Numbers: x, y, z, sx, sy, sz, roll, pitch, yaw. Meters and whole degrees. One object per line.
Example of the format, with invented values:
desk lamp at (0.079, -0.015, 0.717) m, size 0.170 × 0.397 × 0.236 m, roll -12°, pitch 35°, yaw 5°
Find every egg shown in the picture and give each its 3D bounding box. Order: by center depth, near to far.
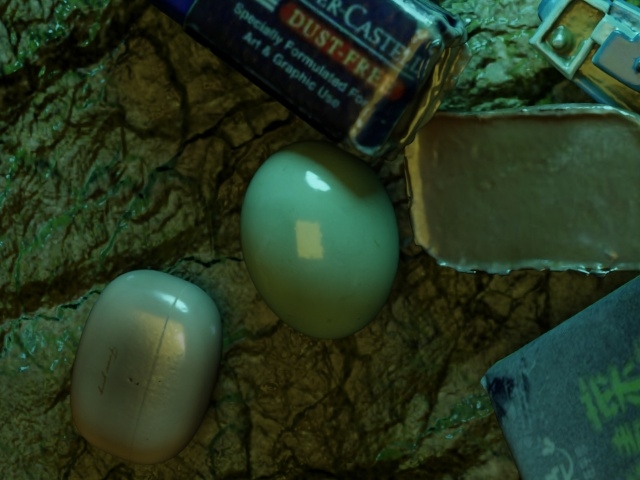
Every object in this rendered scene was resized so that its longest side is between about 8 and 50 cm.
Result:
egg at (0.000, 0.000, 1.504) m, size 0.149 × 0.149 × 0.192 m, roll -8°, pitch 107°, yaw 17°

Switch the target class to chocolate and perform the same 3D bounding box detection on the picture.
chocolate at (0.205, -0.051, 1.470) m, size 0.261 × 0.083 × 0.161 m, roll 4°, pitch 103°, yaw 28°

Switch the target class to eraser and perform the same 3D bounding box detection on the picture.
eraser at (-0.028, -0.220, 1.463) m, size 0.332 × 0.101 × 0.155 m, roll 37°, pitch 105°, yaw 15°

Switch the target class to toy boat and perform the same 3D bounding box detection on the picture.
toy boat at (0.281, -0.150, 1.422) m, size 0.215 × 0.102 × 0.088 m, roll 37°, pitch 111°, yaw 4°

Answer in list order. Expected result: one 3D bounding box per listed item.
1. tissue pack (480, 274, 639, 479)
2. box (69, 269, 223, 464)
tissue pack at (0.346, 0.151, 1.353) m, size 0.394 × 0.124 × 0.288 m, roll -38°, pitch 64°, yaw 38°
box at (-0.177, 0.129, 1.612) m, size 0.146 × 0.088 × 0.200 m, roll 21°, pitch 108°, yaw 11°
